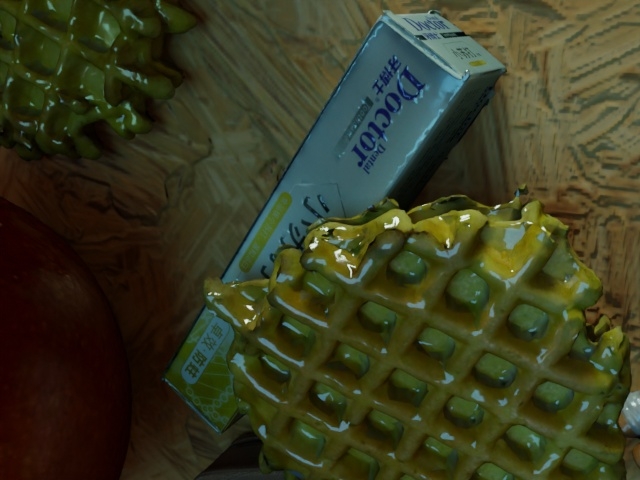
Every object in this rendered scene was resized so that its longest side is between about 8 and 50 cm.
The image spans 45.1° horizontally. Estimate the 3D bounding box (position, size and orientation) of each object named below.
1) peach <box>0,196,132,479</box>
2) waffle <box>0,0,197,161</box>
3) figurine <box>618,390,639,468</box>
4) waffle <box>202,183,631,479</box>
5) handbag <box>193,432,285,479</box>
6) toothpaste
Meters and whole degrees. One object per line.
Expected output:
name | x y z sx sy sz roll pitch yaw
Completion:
peach | -0.315 0.128 0.562 0.388 0.388 0.388 9 111 25
waffle | -0.209 -0.199 0.559 0.259 0.069 0.293 -7 105 30
figurine | 0.238 0.067 0.402 0.197 0.093 0.147 -43 60 32
waffle | 0.058 0.092 0.461 0.245 0.052 0.254 -12 115 21
handbag | -0.005 0.245 0.606 0.151 0.072 0.193 -19 96 32
toothpaste | 0.000 0.000 0.507 0.071 0.089 0.313 42 121 14
